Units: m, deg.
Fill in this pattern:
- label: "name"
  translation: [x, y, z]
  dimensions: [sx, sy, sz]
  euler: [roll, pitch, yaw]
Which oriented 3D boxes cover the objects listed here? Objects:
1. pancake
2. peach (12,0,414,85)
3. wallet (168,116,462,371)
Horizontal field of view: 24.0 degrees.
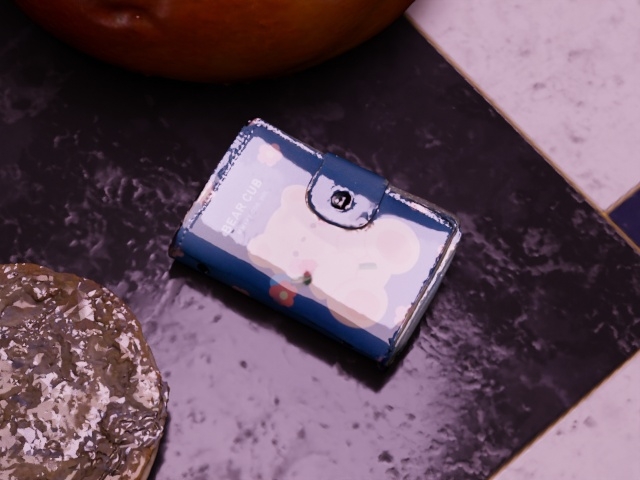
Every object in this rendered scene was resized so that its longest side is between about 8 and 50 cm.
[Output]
- label: "pancake"
  translation: [-0.255, 0.135, 1.120]
  dimensions: [0.282, 0.049, 0.282]
  euler: [2, 65, -4]
- label: "peach"
  translation: [-0.087, -0.308, 1.198]
  dimensions: [0.406, 0.310, 0.335]
  euler: [12, 68, 1]
- label: "wallet"
  translation: [0.000, 0.000, 1.196]
  dimensions: [0.202, 0.059, 0.141]
  euler: [27, 73, 10]
